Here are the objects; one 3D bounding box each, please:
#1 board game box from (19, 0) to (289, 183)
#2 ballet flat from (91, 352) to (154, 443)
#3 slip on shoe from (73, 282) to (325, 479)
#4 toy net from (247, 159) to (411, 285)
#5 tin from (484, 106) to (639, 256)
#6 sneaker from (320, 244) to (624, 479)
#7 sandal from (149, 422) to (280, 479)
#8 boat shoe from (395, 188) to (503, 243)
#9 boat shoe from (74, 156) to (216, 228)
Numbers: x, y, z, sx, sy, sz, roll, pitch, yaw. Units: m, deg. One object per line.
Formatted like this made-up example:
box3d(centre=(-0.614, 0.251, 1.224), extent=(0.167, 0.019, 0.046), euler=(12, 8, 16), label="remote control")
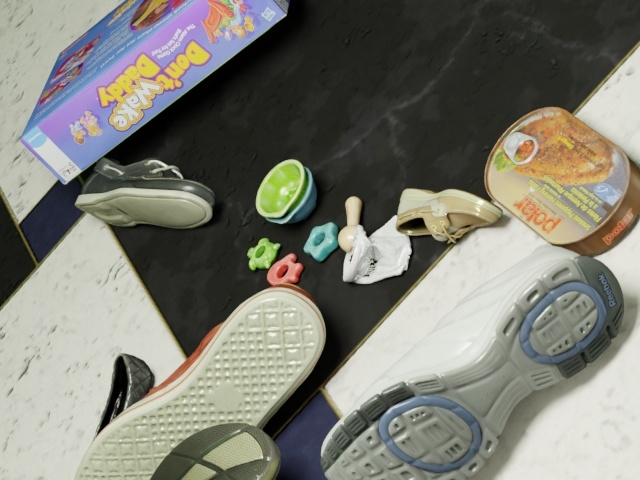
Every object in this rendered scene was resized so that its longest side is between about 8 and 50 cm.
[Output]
box3d(centre=(-0.182, -0.239, 2.245), extent=(0.347, 0.078, 0.233), euler=(-35, 22, 23), label="board game box")
box3d(centre=(-0.222, 0.199, 1.999), extent=(0.057, 0.049, 0.173), euler=(-8, 55, 46), label="ballet flat")
box3d(centre=(-0.114, 0.166, 1.874), extent=(0.331, 0.123, 0.101), euler=(-47, 4, 16), label="slip on shoe")
box3d(centre=(0.000, 0.000, 1.923), extent=(0.122, 0.045, 0.232), euler=(-57, 36, -6), label="toy net")
box3d(centre=(0.219, -0.052, 1.732), extent=(0.106, 0.040, 0.190), euler=(-47, 36, 2), label="tin")
box3d(centre=(0.125, 0.114, 1.648), extent=(0.297, 0.111, 0.129), euler=(-36, 17, 3), label="sneaker")
box3d(centre=(-0.125, 0.294, 1.791), extent=(0.303, 0.086, 0.120), euler=(-58, 39, 18), label="sandal")
box3d(centre=(0.119, -0.020, 1.809), extent=(0.135, 0.050, 0.045), euler=(3, 67, 58), label="boat shoe")
box3d(centre=(-0.193, -0.061, 2.157), extent=(0.233, 0.084, 0.079), euler=(4, 64, 53), label="boat shoe")
